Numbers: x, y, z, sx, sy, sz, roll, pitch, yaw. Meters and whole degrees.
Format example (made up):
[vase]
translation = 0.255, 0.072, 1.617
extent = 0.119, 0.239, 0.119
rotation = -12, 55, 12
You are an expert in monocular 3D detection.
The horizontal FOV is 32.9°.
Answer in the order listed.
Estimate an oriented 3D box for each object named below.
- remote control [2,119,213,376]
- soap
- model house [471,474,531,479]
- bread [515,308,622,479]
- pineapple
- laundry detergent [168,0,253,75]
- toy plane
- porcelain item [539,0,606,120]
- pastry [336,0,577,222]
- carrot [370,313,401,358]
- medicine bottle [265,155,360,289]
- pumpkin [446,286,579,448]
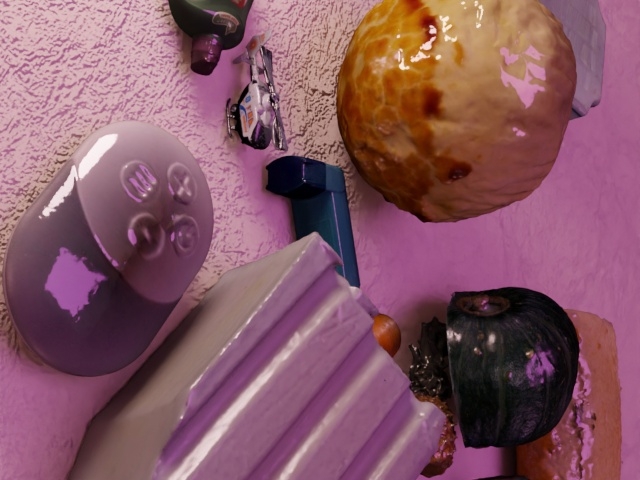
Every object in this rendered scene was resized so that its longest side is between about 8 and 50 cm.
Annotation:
[remote control]
translation = -0.239, 0.005, 1.268
extent = 0.221, 0.103, 0.332
rotation = 53, 50, -28
[soap]
translation = -0.084, 0.258, 1.320
extent = 0.435, 0.213, 0.350
rotation = -50, 117, -40
[model house]
translation = 0.281, 0.535, 1.732
extent = 0.237, 0.202, 0.237
rotation = -33, 110, -48
[bread]
translation = 0.453, 0.314, 1.997
extent = 0.236, 0.165, 0.375
rotation = 19, 70, -52
[pineapple]
translation = 0.171, 0.241, 1.717
extent = 0.125, 0.125, 0.251
rotation = 41, 50, -39
[laundry detergent]
translation = -0.150, -0.330, 1.443
extent = 0.144, 0.078, 0.222
rotation = 27, 67, -43
[toy plane]
translation = -0.087, -0.198, 1.499
extent = 0.053, 0.078, 0.197
rotation = 21, 55, -44
[porcelain item]
translation = 0.410, -0.377, 2.045
extent = 0.286, 0.157, 0.281
rotation = 27, 63, -44
[pastry]
translation = 0.181, -0.213, 1.605
extent = 0.312, 0.388, 0.388
rotation = 9, 76, -22
[carrot]
translation = 0.056, 0.162, 1.593
extent = 0.193, 0.087, 0.087
rotation = -25, 105, -61
[medicine bottle]
translation = 0.000, 0.000, 1.569
extent = 0.124, 0.079, 0.258
rotation = -17, 99, -55
[pumpkin]
translation = 0.320, 0.206, 1.757
extent = 0.293, 0.197, 0.263
rotation = -41, 126, -72
